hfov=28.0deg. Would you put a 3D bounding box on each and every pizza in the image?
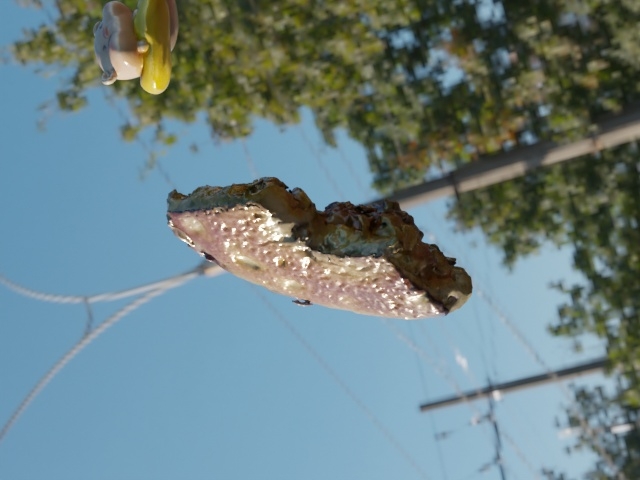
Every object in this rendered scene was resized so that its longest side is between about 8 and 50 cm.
[{"bbox_3d":[0.000,0.000,1.217,0.161,0.305,0.085,108,-179,-59],"label":"pizza"}]

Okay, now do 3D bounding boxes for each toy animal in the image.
[{"bbox_3d":[-0.179,-0.201,1.221,0.091,0.082,0.114,89,-176,-52],"label":"toy animal"}]
